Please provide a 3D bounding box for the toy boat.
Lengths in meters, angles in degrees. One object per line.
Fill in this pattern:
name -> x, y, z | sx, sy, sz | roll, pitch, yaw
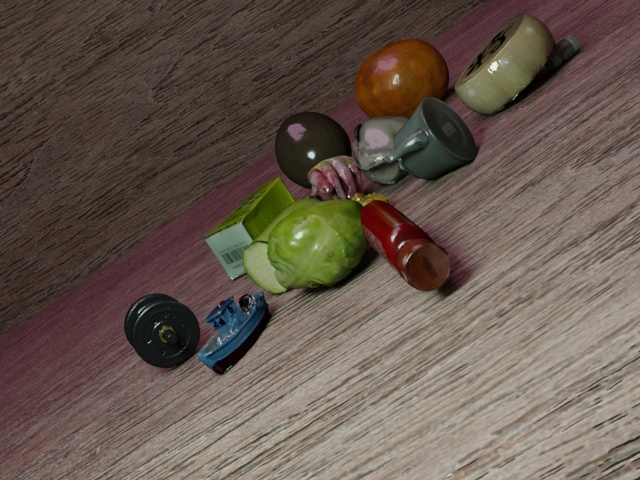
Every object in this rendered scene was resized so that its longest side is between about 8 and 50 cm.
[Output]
toy boat -> -0.173, 0.164, 1.675 | 0.100, 0.097, 0.223 | -29, 14, 35

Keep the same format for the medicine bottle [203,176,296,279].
medicine bottle -> -0.164, -0.032, 2.232 | 0.137, 0.141, 0.250 | -21, 20, 35

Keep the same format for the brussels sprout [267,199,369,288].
brussels sprout -> 0.000, 0.000, 1.674 | 0.223, 0.161, 0.223 | -27, 20, 11

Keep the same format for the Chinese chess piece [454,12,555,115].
Chinese chess piece -> 0.431, -0.412, 2.054 | 0.257, 0.104, 0.257 | -48, 10, 11

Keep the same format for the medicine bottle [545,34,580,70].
medicine bottle -> 0.565, -0.441, 2.051 | 0.083, 0.047, 0.047 | -39, 14, -10

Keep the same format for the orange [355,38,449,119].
orange -> 0.236, -0.465, 2.557 | 0.284, 0.226, 0.284 | -27, 13, 7

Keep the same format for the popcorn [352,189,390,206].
popcorn -> 0.101, -0.079, 1.874 | 0.084, 0.084, 0.084 | -33, 14, 9

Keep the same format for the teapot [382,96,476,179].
teapot -> 0.229, -0.196, 1.863 | 0.149, 0.162, 0.239 | -40, -16, 34

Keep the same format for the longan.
longan -> -0.014, -0.256, 2.484 | 0.215, 0.246, 0.246 | -42, 6, 44

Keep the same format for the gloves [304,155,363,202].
gloves -> 0.027, -0.137, 2.069 | 0.145, 0.126, 0.241 | -7, -2, 6

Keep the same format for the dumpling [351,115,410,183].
dumpling -> 0.175, -0.235, 2.067 | 0.204, 0.163, 0.293 | -35, 1, 20

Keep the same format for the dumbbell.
dumbbell -> -0.346, 0.192, 1.894 | 0.143, 0.143, 0.325 | -39, 13, -13

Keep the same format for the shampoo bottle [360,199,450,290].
shampoo bottle -> 0.135, 0.008, 1.414 | 0.076, 0.118, 0.314 | -31, 13, 0

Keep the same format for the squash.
squash -> -0.052, -0.005, 1.892 | 0.132, 0.132, 0.247 | -22, 18, 44
